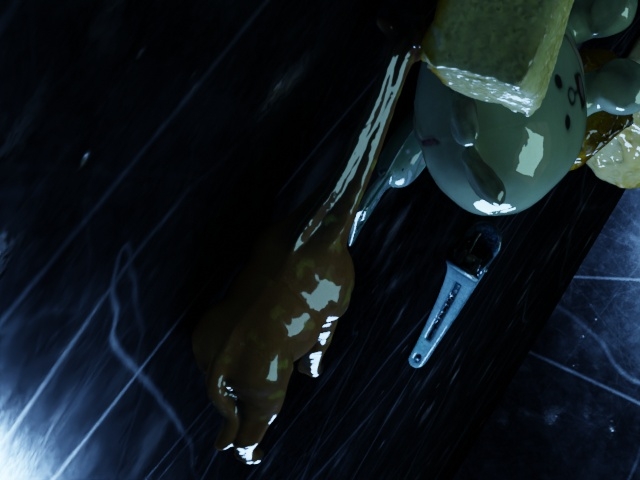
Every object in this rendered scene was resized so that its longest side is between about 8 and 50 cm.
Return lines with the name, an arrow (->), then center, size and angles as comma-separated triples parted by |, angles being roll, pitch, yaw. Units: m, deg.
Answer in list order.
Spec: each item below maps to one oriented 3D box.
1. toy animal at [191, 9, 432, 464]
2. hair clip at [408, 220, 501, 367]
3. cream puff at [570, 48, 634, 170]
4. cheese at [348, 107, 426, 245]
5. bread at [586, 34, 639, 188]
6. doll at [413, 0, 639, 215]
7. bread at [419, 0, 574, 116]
toy animal -> 0.000, 0.000, 1.082 | 0.224, 0.066, 0.230 | -50, 158, -32
hair clip -> 0.134, 0.065, 1.933 | 0.070, 0.039, 0.229 | -53, 169, -32
cream puff -> 0.237, -0.123, 1.742 | 0.122, 0.094, 0.116 | -37, -179, 39
cheese -> 0.053, -0.052, 1.267 | 0.121, 0.026, 0.067 | -53, 168, -24
bread -> 0.425, -0.165, 2.335 | 0.244, 0.134, 0.244 | -58, 169, -18
doll -> 0.126, -0.092, 1.240 | 0.275, 0.113, 0.155 | -37, 118, -53
bread -> 0.115, -0.169, 1.030 | 0.125, 0.068, 0.188 | 28, 80, -81
